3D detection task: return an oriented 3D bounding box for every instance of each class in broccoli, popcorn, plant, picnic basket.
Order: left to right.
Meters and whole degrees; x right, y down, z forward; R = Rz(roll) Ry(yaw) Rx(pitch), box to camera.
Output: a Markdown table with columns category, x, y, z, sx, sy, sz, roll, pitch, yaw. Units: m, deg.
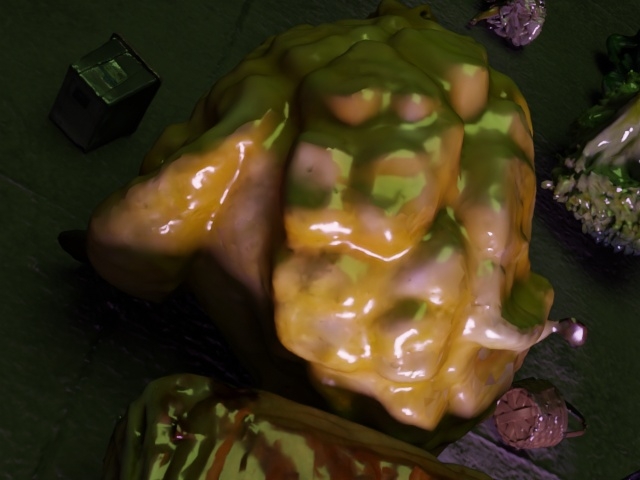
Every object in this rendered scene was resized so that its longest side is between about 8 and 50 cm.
| category | x | y | z | sx | sy | sz | roll | pitch | yaw |
| --- | --- | --- | --- | --- | --- | --- | --- | --- | --- |
| popcorn | 0.000 | 0.000 | 0.715 | 0.381 | 0.349 | 0.349 | 0 | 45 | 10 |
| plant | 0.258 | -0.325 | 1.365 | 0.122 | 0.104 | 0.116 | -16 | 22 | -12 |
| picnic basket | 0.210 | 0.160 | 0.899 | 0.083 | 0.072 | 0.072 | 4 | 54 | -35 |
| broccoli | 0.393 | -0.148 | 1.102 | 0.397 | 0.275 | 0.353 | 16 | 75 | -69 |

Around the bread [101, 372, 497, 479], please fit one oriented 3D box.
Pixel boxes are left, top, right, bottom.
| category | x | y | z | sx | sy | sz | roll | pitch | yaw |
| --- | --- | --- | --- | --- | --- | --- | --- | --- | --- |
| bread | 0.001 | 0.256 | 0.574 | 0.324 | 0.167 | 0.277 | 19 | 55 | -20 |

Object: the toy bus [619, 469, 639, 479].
| category | x | y | z | sx | sy | sz | roll | pitch | yaw |
| --- | --- | --- | --- | --- | --- | --- | --- | --- | --- |
| toy bus | 0.309 | 0.342 | 0.769 | 0.175 | 0.138 | 0.288 | 28 | 43 | -16 |

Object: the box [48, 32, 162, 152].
| category | x | y | z | sx | sy | sz | roll | pitch | yaw |
| --- | --- | --- | --- | --- | --- | --- | --- | --- | --- |
| box | -0.186 | -0.122 | 0.816 | 0.060 | 0.085 | 0.063 | 45 | 49 | 1 |

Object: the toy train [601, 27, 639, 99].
| category | x | y | z | sx | sy | sz | roll | pitch | yaw |
| --- | --- | --- | --- | --- | --- | --- | --- | --- | --- |
| toy train | 0.558 | -0.221 | 1.435 | 0.249 | 0.173 | 0.307 | 43 | 39 | -14 |
